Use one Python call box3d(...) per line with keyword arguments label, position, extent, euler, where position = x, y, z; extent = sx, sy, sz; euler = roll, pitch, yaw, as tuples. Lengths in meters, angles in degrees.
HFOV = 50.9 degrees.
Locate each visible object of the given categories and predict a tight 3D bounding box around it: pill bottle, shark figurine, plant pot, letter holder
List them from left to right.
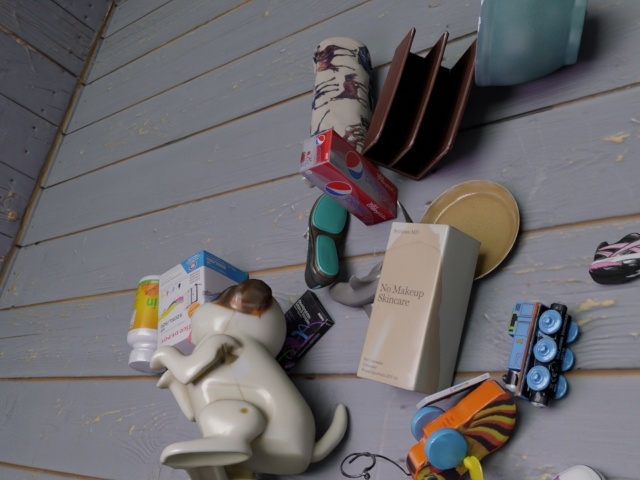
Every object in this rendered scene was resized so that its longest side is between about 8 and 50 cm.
box3d(label="pill bottle", position=(-0.453, 0.231, 1.846), extent=(0.136, 0.136, 0.246), euler=(-19, 53, 34))
box3d(label="shark figurine", position=(0.117, 0.065, 1.429), extent=(0.278, 0.116, 0.166), euler=(-47, 44, 21))
box3d(label="letter holder", position=(0.227, -0.321, 1.485), extent=(0.214, 0.152, 0.302), euler=(137, 154, -71))
box3d(label="plant pot", position=(0.301, -0.014, 1.379), extent=(0.236, 0.032, 0.236), euler=(-22, 51, 31))
box3d(label="plant pot", position=(0.439, -0.456, 1.377), extent=(0.196, 0.293, 0.293), euler=(9, 69, 18))

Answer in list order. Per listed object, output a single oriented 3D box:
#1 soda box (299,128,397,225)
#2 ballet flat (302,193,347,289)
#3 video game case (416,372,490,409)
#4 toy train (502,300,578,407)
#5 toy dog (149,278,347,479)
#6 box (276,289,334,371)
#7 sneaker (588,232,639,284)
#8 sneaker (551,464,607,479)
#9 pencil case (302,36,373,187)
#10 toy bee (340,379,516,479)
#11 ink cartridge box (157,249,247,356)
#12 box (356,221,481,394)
box3d(label="soda box", position=(0.068, -0.134, 1.497), extent=(0.083, 0.263, 0.092), euler=(-16, 55, 35))
box3d(label="ballet flat", position=(0.000, 0.000, 1.596), extent=(0.096, 0.095, 0.280), euler=(-50, 21, 43))
box3d(label="video game case", position=(0.233, 0.267, 1.186), extent=(0.122, 0.087, 0.011), euler=(-19, 70, -11))
box3d(label="toy train", position=(0.372, 0.192, 1.153), extent=(0.105, 0.080, 0.184), euler=(-3, 65, 52))
box3d(label="toy dog", position=(-0.163, 0.277, 1.404), extent=(0.395, 0.285, 0.408), euler=(-12, 54, 2))
box3d(label="box", position=(-0.053, 0.208, 1.569), extent=(0.162, 0.029, 0.116), euler=(-47, 43, 9))
box3d(label="sneaker", position=(0.538, 0.018, 1.114), extent=(0.178, 0.072, 0.077), euler=(-7, 50, 34))
box3d(label="sneaker", position=(0.305, 0.438, 0.993), extent=(0.282, 0.161, 0.102), euler=(-51, 40, 4))
box3d(label="pencil case", position=(0.044, -0.333, 1.726), extent=(0.183, 0.160, 0.410), euler=(-10, 58, 22))
box3d(label="toy bee", position=(0.208, 0.369, 1.161), extent=(0.298, 0.162, 0.195), euler=(-21, 20, 17))
box3d(label="ink cartridge box", position=(-0.296, 0.183, 1.706), extent=(0.171, 0.168, 0.233), euler=(-29, 49, 26))
box3d(label="box", position=(0.191, 0.129, 1.291), extent=(0.148, 0.121, 0.311), euler=(3, 76, 45))
